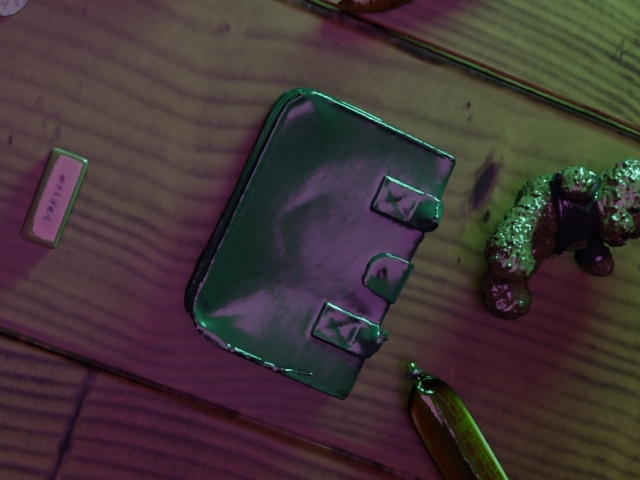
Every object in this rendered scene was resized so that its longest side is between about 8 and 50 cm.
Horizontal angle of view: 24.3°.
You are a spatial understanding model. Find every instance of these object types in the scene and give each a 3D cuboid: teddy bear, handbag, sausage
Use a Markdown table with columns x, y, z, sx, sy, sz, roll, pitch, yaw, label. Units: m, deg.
| x | y | z | sx | sy | sz | roll | pitch | yaw | label |
| --- | --- | --- | --- | --- | --- | --- | --- | --- | --- |
| 0.292 | -0.023 | 1.787 | 0.251 | 0.182 | 0.129 | -25 | 60 | -4 | teddy bear |
| -0.001 | 0.000 | 1.767 | 0.238 | 0.089 | 0.326 | 25 | 91 | -10 | handbag |
| 0.197 | 0.307 | 1.820 | 0.082 | 0.082 | 0.371 | -30 | 96 | -4 | sausage |

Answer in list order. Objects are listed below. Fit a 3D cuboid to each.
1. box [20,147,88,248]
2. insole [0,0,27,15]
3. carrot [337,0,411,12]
| x | y | z | sx | sy | sz | roll | pitch | yaw | label |
| --- | --- | --- | --- | --- | --- | --- | --- | --- | --- |
| -0.314 | -0.050 | 1.753 | 0.048 | 0.025 | 0.115 | 22 | 90 | -10 | box |
| -0.352 | -0.357 | 1.738 | 0.065 | 0.006 | 0.193 | 11 | 92 | -7 | insole |
| 0.139 | -0.323 | 1.781 | 0.248 | 0.059 | 0.059 | -24 | 96 | -3 | carrot |
